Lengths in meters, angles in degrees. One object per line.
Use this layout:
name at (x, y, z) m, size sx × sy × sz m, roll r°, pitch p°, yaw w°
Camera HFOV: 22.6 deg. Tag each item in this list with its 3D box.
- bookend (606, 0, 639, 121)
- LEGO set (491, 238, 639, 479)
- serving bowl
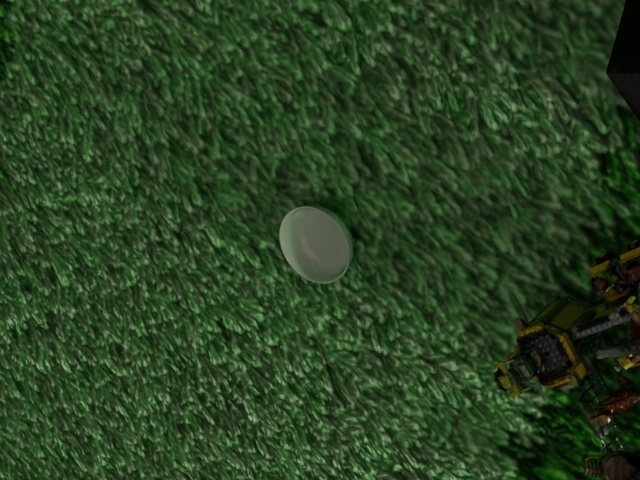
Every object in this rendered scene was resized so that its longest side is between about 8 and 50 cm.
bookend at (0.301, -0.162, 1.264) m, size 0.072 × 0.156 × 0.157 m, roll 7°, pitch 160°, yaw 33°
LEGO set at (0.285, 0.185, 1.381) m, size 0.255 × 0.192 × 0.331 m, roll -16°, pitch 102°, yaw 39°
serving bowl at (0.000, 0.000, 1.601) m, size 0.083 × 0.027 × 0.083 m, roll 16°, pitch 121°, yaw 28°
